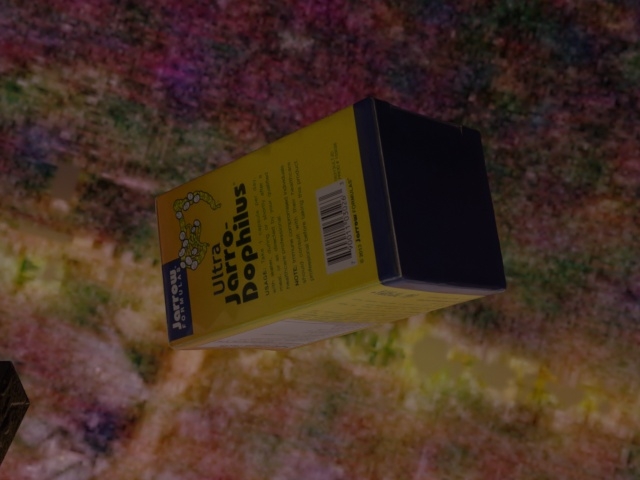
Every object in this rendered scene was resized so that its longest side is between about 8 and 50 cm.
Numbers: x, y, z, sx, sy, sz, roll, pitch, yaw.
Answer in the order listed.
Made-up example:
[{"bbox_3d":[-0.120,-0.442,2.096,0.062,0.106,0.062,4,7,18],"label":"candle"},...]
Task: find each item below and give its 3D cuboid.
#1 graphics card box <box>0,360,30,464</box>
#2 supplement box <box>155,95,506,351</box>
[{"bbox_3d":[-0.594,0.264,1.287,0.370,0.233,0.094,0,127,11],"label":"graphics card box"},{"bbox_3d":[0.000,0.000,1.143,0.356,0.195,0.194,-20,161,39],"label":"supplement box"}]
